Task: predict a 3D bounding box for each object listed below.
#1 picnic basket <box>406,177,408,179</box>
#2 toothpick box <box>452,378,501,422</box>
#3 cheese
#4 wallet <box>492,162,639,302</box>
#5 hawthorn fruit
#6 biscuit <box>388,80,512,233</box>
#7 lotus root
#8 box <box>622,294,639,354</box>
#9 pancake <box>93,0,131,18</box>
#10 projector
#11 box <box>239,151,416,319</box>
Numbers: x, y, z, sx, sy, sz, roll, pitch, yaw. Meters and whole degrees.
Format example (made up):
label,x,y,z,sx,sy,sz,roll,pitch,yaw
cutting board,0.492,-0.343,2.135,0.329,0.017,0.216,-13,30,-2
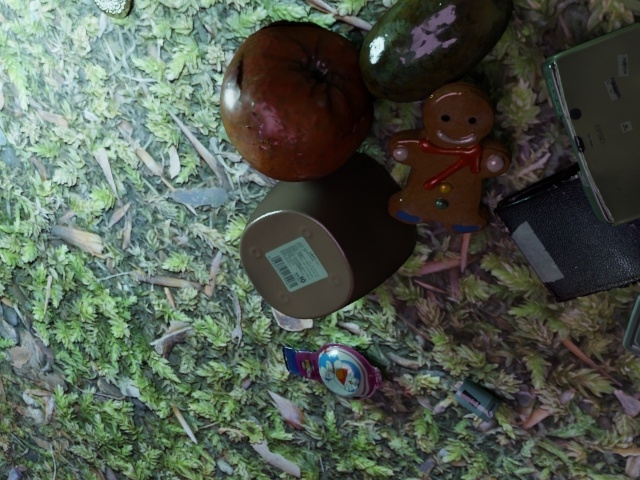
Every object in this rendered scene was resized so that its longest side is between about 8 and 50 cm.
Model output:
label,x,y,z,sx,sy,sz,roll,pitch,yaw
picnic basket,0.191,-0.135,1.623,0.083,0.065,0.083,-35,102,20
toothpick box,0.312,0.318,1.830,0.083,0.052,0.052,33,131,12
cheese,0.023,0.279,1.984,0.244,0.062,0.155,8,124,29
wallet,0.448,-0.018,1.533,0.262,0.071,0.221,-27,106,44
hawthorn fruit,-0.046,-0.216,1.608,0.276,0.276,0.307,36,151,9
biscuit,0.212,-0.128,1.540,0.206,0.049,0.324,10,137,0
lotus root,0.174,-0.318,1.457,0.160,0.152,0.275,47,133,-8
box,0.570,0.137,1.546,0.089,0.062,0.122,21,126,21
pancake,-0.418,-0.493,1.818,0.115,0.011,0.114,16,125,24
projector,0.459,-0.176,1.361,0.194,0.088,0.269,-21,96,3
box,0.000,0.000,1.727,0.301,0.216,0.300,18,127,25
